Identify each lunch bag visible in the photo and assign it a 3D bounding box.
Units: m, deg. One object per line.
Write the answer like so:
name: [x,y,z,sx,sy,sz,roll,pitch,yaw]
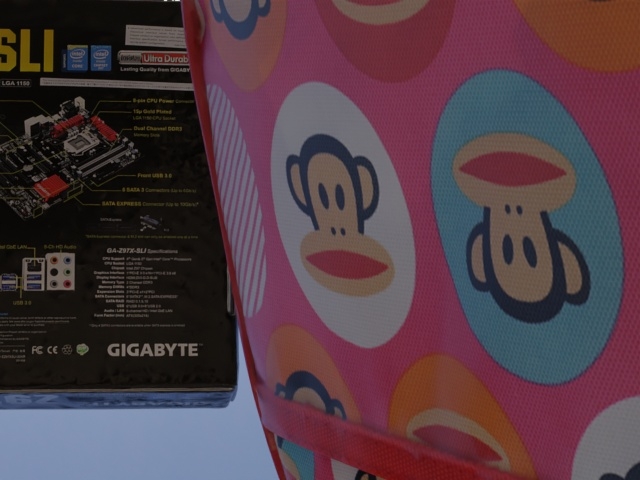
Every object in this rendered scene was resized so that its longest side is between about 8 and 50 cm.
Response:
lunch bag: [0.082,0.010,0.399,0.120,0.258,0.293,-14,-170,-28]

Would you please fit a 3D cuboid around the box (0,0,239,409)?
box: [-0.212,-0.023,1.096,0.322,0.079,0.257,0,-105,-7]
